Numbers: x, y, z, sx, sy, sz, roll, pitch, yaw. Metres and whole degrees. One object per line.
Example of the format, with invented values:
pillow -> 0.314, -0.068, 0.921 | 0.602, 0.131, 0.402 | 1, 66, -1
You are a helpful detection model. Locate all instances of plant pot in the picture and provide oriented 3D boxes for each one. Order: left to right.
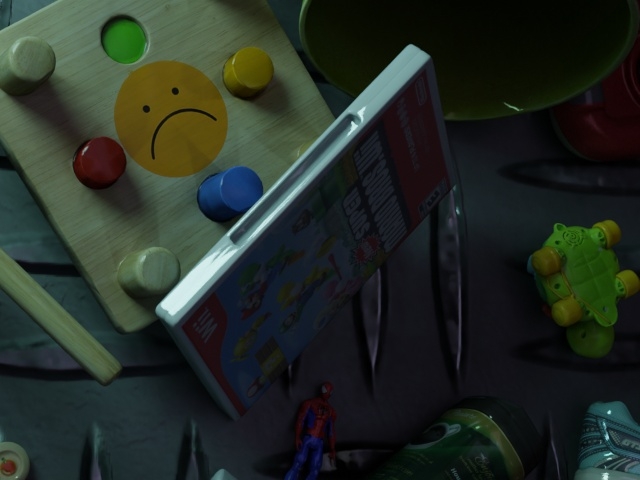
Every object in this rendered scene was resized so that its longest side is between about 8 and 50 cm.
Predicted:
plant pot -> 0.125, -0.297, 1.273 | 0.275, 0.275, 0.293 | 14, 61, -21

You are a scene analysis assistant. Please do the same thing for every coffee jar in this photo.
coffee jar -> 0.098, 0.206, 1.255 | 0.184, 0.096, 0.079 | -35, 99, -23

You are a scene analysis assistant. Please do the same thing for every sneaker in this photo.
sneaker -> 0.364, 0.200, 1.365 | 0.283, 0.110, 0.122 | 6, 76, -22

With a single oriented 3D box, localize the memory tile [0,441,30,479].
memory tile -> -0.268, 0.233, 1.140 | 0.148, 0.012, 0.113 | -33, 96, -23

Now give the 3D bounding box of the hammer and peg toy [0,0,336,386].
hammer and peg toy -> -0.159, -0.060, 1.169 | 0.361, 0.127, 0.266 | -35, 98, -24

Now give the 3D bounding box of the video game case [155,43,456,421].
video game case -> 0.000, 0.000, 1.181 | 0.025, 0.204, 0.285 | 37, 75, 25

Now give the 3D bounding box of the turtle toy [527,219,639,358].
turtle toy -> 0.236, 0.046, 1.354 | 0.095, 0.066, 0.130 | -21, 91, -25

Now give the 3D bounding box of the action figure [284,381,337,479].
action figure -> -0.007, 0.175, 1.253 | 0.038, 0.030, 0.115 | 18, 74, -15

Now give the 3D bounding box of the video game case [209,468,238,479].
video game case -> -0.021, 0.285, 1.139 | 0.193, 0.212, 0.023 | 40, 104, -9

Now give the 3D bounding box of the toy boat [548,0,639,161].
toy boat -> 0.329, -0.160, 1.378 | 0.231, 0.151, 0.151 | -8, 86, -24
